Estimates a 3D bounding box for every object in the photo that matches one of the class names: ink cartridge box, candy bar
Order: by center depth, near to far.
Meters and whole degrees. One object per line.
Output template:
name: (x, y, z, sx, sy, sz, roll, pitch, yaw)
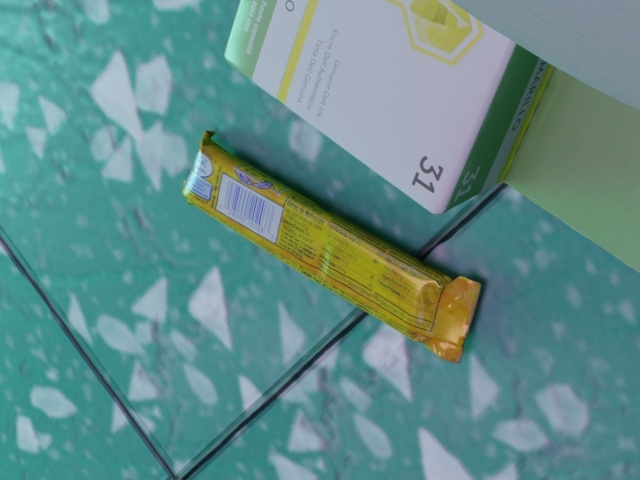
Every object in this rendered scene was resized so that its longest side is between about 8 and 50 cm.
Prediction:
ink cartridge box: (0.084, -0.082, 0.630, 0.235, 0.056, 0.171, 38, 128, 23)
candy bar: (0.000, 0.000, 0.756, 0.161, 0.018, 0.040, 31, 122, 26)

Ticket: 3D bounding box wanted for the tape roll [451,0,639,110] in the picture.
tape roll: (0.169, -0.079, 0.363, 0.392, 0.392, 0.072, 15, 80, 34)
